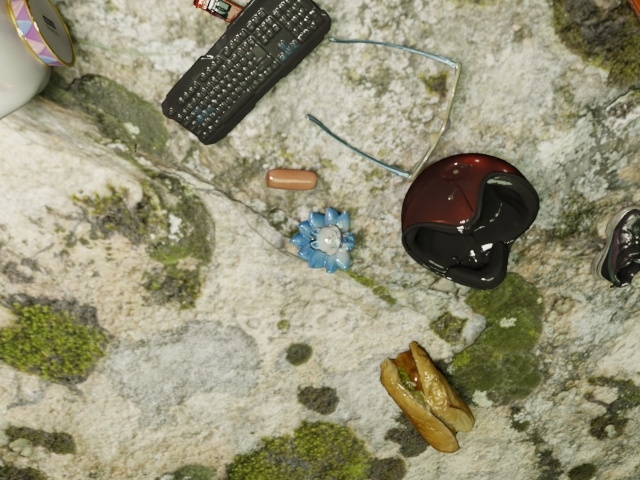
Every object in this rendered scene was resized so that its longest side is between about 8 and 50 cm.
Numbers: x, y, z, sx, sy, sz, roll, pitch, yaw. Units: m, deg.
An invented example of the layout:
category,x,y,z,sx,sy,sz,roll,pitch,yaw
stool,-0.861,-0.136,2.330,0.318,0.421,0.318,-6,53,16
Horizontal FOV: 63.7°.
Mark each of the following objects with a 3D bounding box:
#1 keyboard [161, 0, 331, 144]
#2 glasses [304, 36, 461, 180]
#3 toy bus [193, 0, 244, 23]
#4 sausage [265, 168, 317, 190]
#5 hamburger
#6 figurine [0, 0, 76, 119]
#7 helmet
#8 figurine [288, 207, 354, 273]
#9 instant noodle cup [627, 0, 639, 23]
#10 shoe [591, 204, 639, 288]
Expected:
category,x,y,z,sx,sy,sz,roll,pitch,yaw
keyboard,-0.107,-0.237,0.707,0.262,0.016,0.106,-38,125,24
glasses,0.098,-0.196,0.764,0.220,0.088,0.190,13,115,-17
toy bus,-0.115,-0.303,0.690,0.110,0.043,0.031,19,113,-20
sausage,-0.046,-0.097,0.821,0.083,0.034,0.034,2,118,-13
hamburger,0.227,0.344,1.059,0.124,0.131,0.262,-36,114,9
figurine,-0.446,-0.220,0.619,0.263,0.142,0.190,-18,88,0
helmet,0.229,-0.038,0.814,0.216,0.193,0.189,-26,133,13
figurine,0.000,0.000,0.855,0.114,0.079,0.114,-1,93,-17
instant noodle cup,0.502,-0.386,0.666,0.192,0.250,0.250,37,106,-17
shoe,0.584,0.021,0.971,0.071,0.099,0.169,6,116,-11
